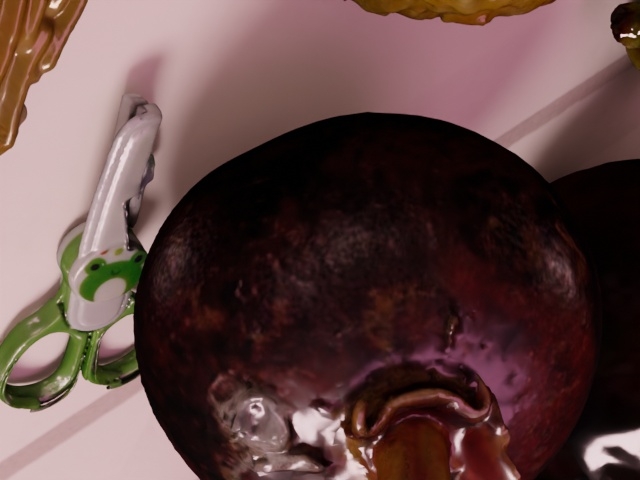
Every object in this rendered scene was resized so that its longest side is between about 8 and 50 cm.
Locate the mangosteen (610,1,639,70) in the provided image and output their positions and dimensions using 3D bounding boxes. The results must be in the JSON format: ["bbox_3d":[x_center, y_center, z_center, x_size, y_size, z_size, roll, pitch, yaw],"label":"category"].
[{"bbox_3d":[0.310,-0.145,0.561,0.231,0.194,0.194,8,125,-22],"label":"mangosteen"}]

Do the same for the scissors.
[{"bbox_3d":[-0.117,0.013,0.430,0.101,0.027,0.204,-14,139,-40],"label":"scissors"}]

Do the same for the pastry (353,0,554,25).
[{"bbox_3d":[0.088,-0.192,0.314,0.240,0.132,0.235,-11,134,-37],"label":"pastry"}]

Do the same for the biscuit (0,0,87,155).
[{"bbox_3d":[-0.119,-0.111,0.271,0.176,0.031,0.228,-31,145,-27],"label":"biscuit"}]

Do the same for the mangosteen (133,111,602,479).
[{"bbox_3d":[0.028,0.060,0.391,0.236,0.261,0.235,-3,118,-6],"label":"mangosteen"}]

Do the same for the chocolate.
[{"bbox_3d":[0.273,0.094,0.670,0.331,0.383,0.383,12,121,-32],"label":"chocolate"}]
